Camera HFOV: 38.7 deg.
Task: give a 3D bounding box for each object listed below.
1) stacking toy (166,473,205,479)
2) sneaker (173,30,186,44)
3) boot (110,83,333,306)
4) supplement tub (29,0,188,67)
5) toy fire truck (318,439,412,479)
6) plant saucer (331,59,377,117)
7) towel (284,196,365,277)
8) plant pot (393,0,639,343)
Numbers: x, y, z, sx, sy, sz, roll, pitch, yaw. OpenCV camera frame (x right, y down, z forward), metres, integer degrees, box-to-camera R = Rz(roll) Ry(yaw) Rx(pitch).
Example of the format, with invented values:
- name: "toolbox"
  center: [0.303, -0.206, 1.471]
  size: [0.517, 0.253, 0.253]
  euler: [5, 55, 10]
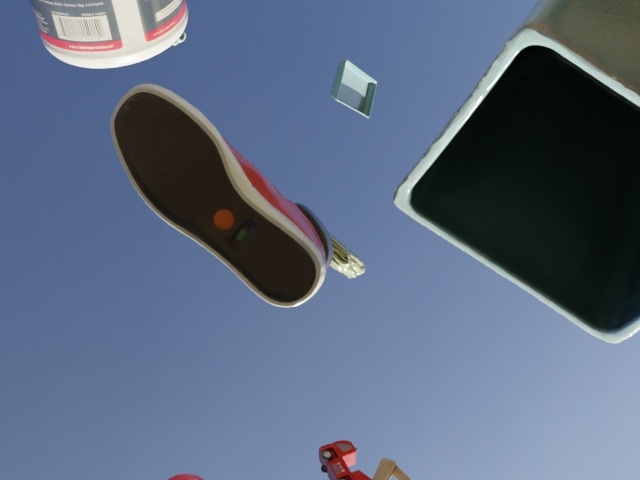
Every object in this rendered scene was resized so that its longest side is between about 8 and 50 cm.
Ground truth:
- name: "stacking toy"
  center: [-0.283, 0.388, 1.154]
  size: [0.330, 0.141, 0.141]
  euler: [-17, -91, -23]
- name: "sneaker"
  center: [-0.270, -0.347, 1.498]
  size: [0.098, 0.069, 0.038]
  euler: [3, -64, -9]
- name: "boot"
  center: [-0.086, -0.048, 0.869]
  size: [0.244, 0.088, 0.176]
  euler: [46, -169, -3]
- name: "supplement tub"
  center: [-0.273, -0.365, 1.096]
  size: [0.191, 0.191, 0.272]
  euler: [-44, -36, -35]
- name: "toy fire truck"
  center: [0.092, 0.410, 1.553]
  size: [0.135, 0.192, 0.047]
  euler: [-16, -46, -19]
- name: "plant saucer"
  center: [0.057, -0.252, 1.526]
  size: [0.192, 0.018, 0.067]
  euler: [3, -80, -73]
- name: "towel"
  center: [0.000, 0.000, 1.039]
  size: [0.110, 0.148, 0.027]
  euler: [42, -87, 11]
- name: "plant pot"
  center: [0.258, -0.111, 0.806]
  size: [0.248, 0.247, 0.252]
  euler: [33, -127, -1]
